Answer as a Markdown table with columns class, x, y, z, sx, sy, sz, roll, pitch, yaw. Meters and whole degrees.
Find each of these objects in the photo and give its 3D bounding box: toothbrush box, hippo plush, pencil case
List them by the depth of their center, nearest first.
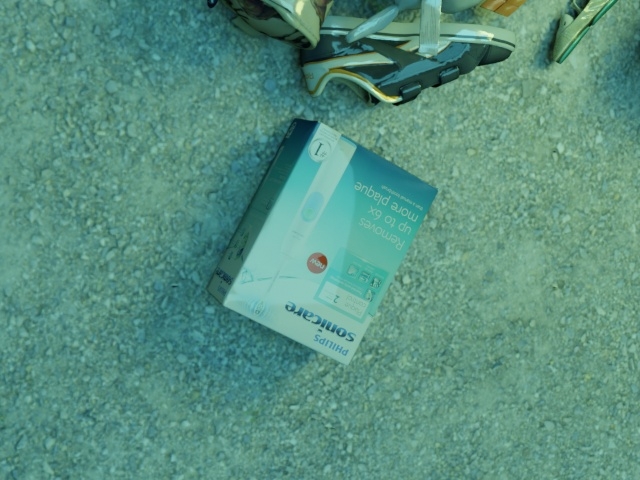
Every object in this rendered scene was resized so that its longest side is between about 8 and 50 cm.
| class | x | y | z | sx | sy | sz | roll | pitch | yaw |
| --- | --- | --- | --- | --- | --- | --- | --- | --- | --- |
| hippo plush | 0.205 | -0.386 | 1.559 | 0.234 | 0.236 | 0.294 | 13 | 97 | 21 |
| pencil case | -0.005 | -0.471 | 1.570 | 0.160 | 0.183 | 0.410 | 28 | 83 | -38 |
| toothbrush box | 0.000 | 0.000 | 1.672 | 0.216 | 0.126 | 0.295 | 29 | 90 | -19 |

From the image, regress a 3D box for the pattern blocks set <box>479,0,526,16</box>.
| class | x | y | z | sx | sy | sz | roll | pitch | yaw |
| --- | --- | --- | --- | --- | --- | --- | --- | --- | --- |
| pattern blocks set | 0.261 | -0.475 | 1.676 | 0.324 | 0.026 | 0.285 | -17 | 100 | 9 |

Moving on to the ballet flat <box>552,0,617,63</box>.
| class | x | y | z | sx | sy | sz | roll | pitch | yaw |
| --- | --- | --- | --- | --- | --- | --- | --- | --- | --- |
| ballet flat | 0.408 | -0.349 | 1.798 | 0.052 | 0.057 | 0.168 | 41 | 80 | 10 |

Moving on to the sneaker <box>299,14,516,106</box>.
| class | x | y | z | sx | sy | sz | roll | pitch | yaw |
| --- | --- | --- | --- | --- | --- | --- | --- | --- | --- |
| sneaker | 0.127 | -0.258 | 1.678 | 0.321 | 0.126 | 0.127 | 1 | 92 | -6 |
